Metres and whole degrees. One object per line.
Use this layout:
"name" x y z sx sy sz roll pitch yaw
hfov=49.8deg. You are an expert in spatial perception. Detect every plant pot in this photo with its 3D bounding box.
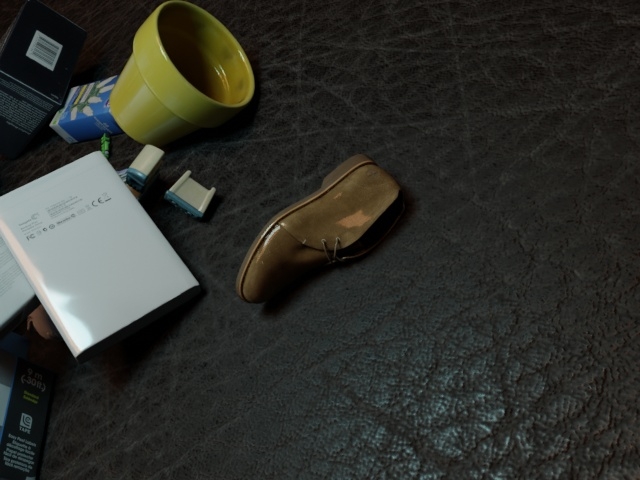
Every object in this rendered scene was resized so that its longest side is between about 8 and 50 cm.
"plant pot" -0.307 -0.322 1.435 0.239 0.254 0.254 -31 43 33

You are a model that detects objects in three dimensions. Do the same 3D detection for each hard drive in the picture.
"hard drive" -0.406 0.016 1.219 0.233 0.047 0.353 -31 65 -22

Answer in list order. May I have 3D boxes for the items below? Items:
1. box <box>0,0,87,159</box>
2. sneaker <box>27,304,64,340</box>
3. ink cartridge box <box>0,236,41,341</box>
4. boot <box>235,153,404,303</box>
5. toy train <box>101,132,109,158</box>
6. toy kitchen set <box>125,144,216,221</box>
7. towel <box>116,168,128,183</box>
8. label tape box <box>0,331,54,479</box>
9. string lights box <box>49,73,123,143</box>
"box" -0.795 -0.428 1.838 0.294 0.182 0.296 -30 43 37
"sneaker" -0.477 0.150 1.305 0.235 0.090 0.095 8 75 43
"ink cartridge box" -0.599 0.044 1.215 0.060 0.238 0.275 -61 2 30
"boot" 0.000 0.000 1.067 0.305 0.112 0.115 -43 55 -4
"toy train" -0.513 -0.226 1.647 0.024 0.017 0.083 -53 37 31
"toy kitchen set" -0.316 -0.076 1.370 0.122 0.166 0.207 -57 10 -16
"towel" -0.557 -0.104 1.453 0.209 0.034 0.285 -3 14 34
"label tape box" -0.595 0.248 1.181 0.105 0.240 0.334 -27 46 23
"string lights box" -0.531 -0.327 1.698 0.259 0.077 0.133 -5 55 32
